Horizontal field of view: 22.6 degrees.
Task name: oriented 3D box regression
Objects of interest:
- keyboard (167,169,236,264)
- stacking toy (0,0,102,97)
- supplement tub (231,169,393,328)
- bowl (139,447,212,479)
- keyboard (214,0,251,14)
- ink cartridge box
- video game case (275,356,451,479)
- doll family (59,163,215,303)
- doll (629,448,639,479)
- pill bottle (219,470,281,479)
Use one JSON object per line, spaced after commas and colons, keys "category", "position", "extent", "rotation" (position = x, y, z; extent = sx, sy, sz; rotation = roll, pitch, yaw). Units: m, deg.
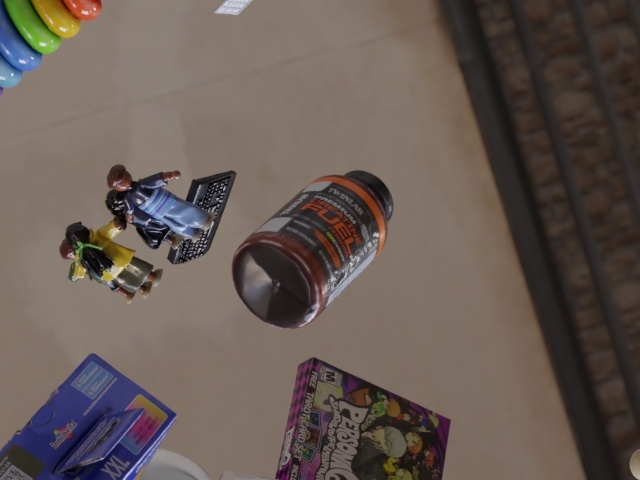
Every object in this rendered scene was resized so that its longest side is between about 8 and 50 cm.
{"category": "keyboard", "position": [-0.177, -0.020, 2.319], "extent": [0.100, 0.038, 0.192], "rotation": [-17, 148, -30]}
{"category": "stacking toy", "position": [-0.374, -0.297, 2.136], "extent": [0.330, 0.141, 0.141], "rotation": [-29, -178, 8]}
{"category": "supplement tub", "position": [0.000, 0.000, 1.625], "extent": [0.106, 0.106, 0.198], "rotation": [-15, -161, 37]}
{"category": "bowl", "position": [-0.253, 0.481, 2.486], "extent": [0.298, 0.298, 0.134], "rotation": [-16, 151, 17]}
{"category": "keyboard", "position": [-0.040, -0.388, 2.138], "extent": [0.256, 0.014, 0.072], "rotation": [-41, 175, 22]}
{"category": "ink cartridge box", "position": [-0.343, 0.329, 2.033], "extent": [0.270, 0.151, 0.395], "rotation": [-51, 174, -47]}
{"category": "video game case", "position": [0.047, 0.281, 1.907], "extent": [0.210, 0.232, 0.042], "rotation": [27, 146, -22]}
{"category": "doll family", "position": [-0.191, -0.010, 1.579], "extent": [0.193, 0.111, 0.076], "rotation": [-48, -160, 22]}
{"category": "doll", "position": [0.412, 0.275, 1.847], "extent": [0.046, 0.129, 0.189], "rotation": [-6, 157, 43]}
{"category": "pill bottle", "position": [-0.057, 0.324, 1.470], "extent": [0.117, 0.208, 0.117], "rotation": [11, 170, 2]}
